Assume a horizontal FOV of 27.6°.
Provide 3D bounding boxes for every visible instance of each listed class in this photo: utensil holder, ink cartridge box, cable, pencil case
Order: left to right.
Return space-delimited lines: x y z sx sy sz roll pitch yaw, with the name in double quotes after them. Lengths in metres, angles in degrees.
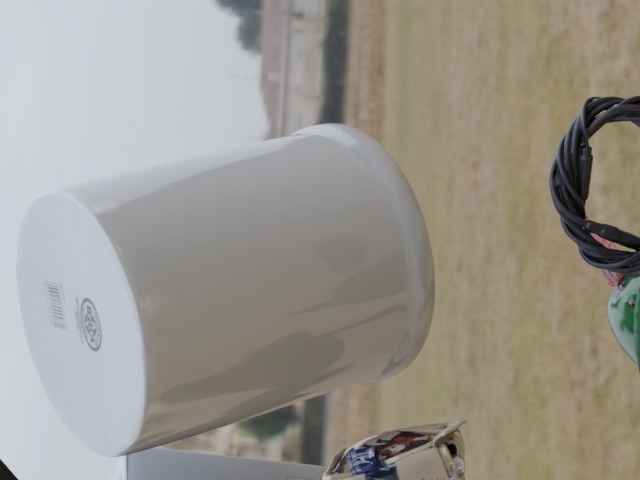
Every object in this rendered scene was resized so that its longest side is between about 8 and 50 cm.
-0.142 0.401 1.722 0.272 0.309 0.130 122 151 -47 "ink cartridge box"
-0.113 0.054 1.517 0.327 0.385 0.328 23 119 48 "utensil holder"
0.139 0.403 1.413 0.183 0.160 0.410 -28 80 54 "pencil case"
0.307 -0.059 1.322 0.184 0.150 0.047 59 -171 -5 "cable"

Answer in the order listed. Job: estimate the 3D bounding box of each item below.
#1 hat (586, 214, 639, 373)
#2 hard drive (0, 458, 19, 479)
0.325 0.078 1.456 0.208 0.183 0.173 -40 -60 -39 "hat"
-0.366 0.298 1.236 0.172 0.254 0.054 54 -151 -14 "hard drive"
